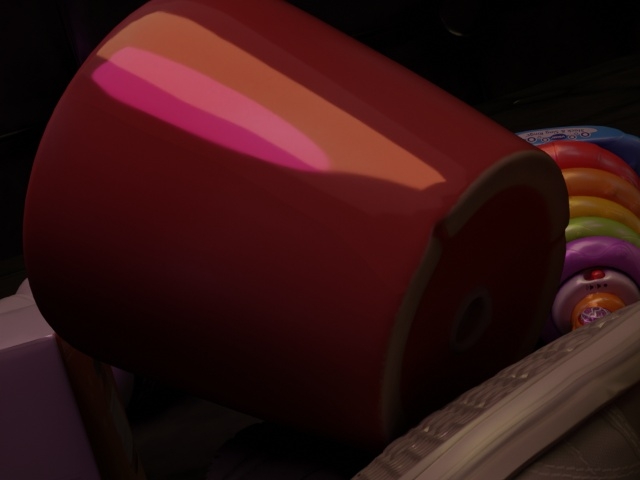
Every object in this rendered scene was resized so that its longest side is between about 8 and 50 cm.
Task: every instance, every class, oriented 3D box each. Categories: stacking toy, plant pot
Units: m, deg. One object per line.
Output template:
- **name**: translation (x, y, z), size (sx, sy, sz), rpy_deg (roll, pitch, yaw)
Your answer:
- **stacking toy**: translation (0.211, 0.034, 0.932), size (0.175, 0.165, 0.302), rpy_deg (-5, 26, 4)
- **plant pot**: translation (0.000, 0.000, 0.716), size (0.243, 0.275, 0.275), rpy_deg (25, 33, 32)

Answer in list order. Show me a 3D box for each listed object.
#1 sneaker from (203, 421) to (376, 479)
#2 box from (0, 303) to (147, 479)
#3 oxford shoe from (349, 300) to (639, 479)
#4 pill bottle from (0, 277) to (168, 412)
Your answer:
- **sneaker**: translation (-0.036, 0.174, 0.610), size (0.130, 0.109, 0.286), rpy_deg (-2, 18, 31)
- **box**: translation (-0.191, 0.139, 0.813), size (0.091, 0.170, 0.130), rpy_deg (-15, 11, 2)
- **oxford shoe**: translation (0.058, 0.152, 0.491), size (0.449, 0.130, 0.169), rpy_deg (-32, -8, -48)
- **pill bottle**: translation (-0.200, 0.083, 1.147), size (0.161, 0.161, 0.283), rpy_deg (-6, 14, 42)
